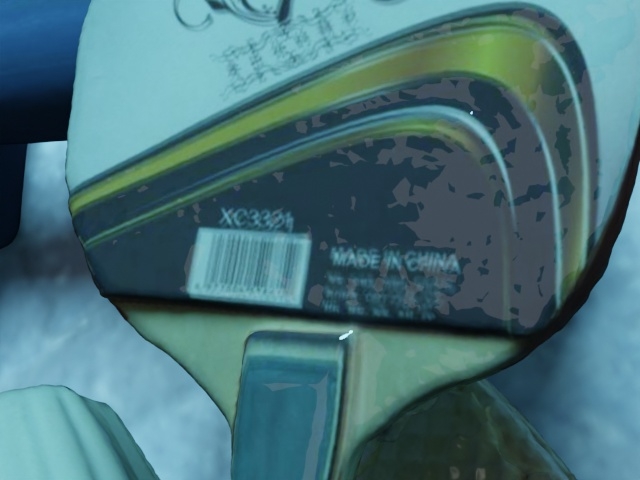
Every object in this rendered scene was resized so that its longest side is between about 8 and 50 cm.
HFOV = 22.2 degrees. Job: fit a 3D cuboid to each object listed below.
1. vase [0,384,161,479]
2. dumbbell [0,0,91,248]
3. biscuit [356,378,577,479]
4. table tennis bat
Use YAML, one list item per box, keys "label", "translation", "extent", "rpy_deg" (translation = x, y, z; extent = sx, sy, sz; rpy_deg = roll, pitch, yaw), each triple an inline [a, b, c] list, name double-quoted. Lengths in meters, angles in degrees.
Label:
- label: "vase"
  translation: [-0.068, 0.156, 0.502]
  extent: [0.128, 0.128, 0.248]
  rpy_deg: [-30, 52, 9]
- label: "dumbbell"
  translation: [-0.059, -0.068, 0.580]
  extent: [0.324, 0.144, 0.160]
  rpy_deg: [-6, 65, 22]
- label: "biscuit"
  translation: [0.076, 0.153, 0.474]
  extent: [0.108, 0.062, 0.239]
  rpy_deg: [-42, 57, 4]
- label: "table tennis bat"
  translation: [0.000, 0.000, 0.449]
  extent: [0.173, 0.022, 0.301]
  rpy_deg: [5, 79, 23]
